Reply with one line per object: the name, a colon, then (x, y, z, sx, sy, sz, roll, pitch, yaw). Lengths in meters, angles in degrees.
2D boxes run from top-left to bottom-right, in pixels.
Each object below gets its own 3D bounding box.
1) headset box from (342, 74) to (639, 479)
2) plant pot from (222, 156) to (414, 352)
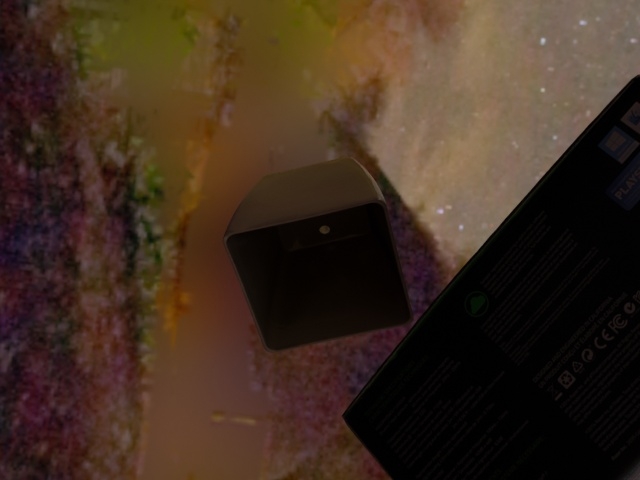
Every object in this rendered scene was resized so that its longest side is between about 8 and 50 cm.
headset box: (0.196, 0.072, 0.530, 0.246, 0.283, 0.131, -52, -123, 14)
plant pot: (0.000, 0.000, 0.618, 0.096, 0.109, 0.109, -92, 168, -54)
